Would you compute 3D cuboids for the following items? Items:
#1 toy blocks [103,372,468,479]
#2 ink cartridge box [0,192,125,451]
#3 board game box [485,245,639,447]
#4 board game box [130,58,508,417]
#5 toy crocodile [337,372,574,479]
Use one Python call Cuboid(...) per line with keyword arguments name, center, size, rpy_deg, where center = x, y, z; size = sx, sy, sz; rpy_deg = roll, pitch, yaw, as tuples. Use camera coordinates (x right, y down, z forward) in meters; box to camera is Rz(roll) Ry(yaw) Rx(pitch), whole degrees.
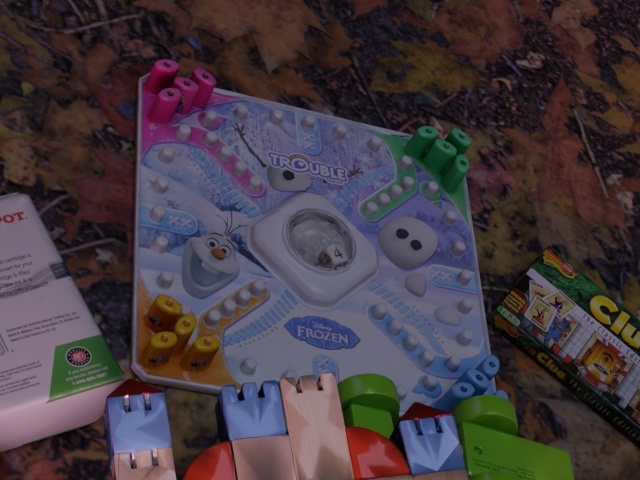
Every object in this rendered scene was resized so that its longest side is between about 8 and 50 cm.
Cuboid(name="toy blocks", center=(-0.023, 0.232, 1.298), size=(0.381, 0.191, 0.261), rpy_deg=(-4, 64, -13))
Cuboid(name="ink cartridge box", center=(-0.291, 0.074, 1.389), size=(0.153, 0.087, 0.208), rpy_deg=(-14, 63, -35))
Cuboid(name="board game box", center=(0.314, 0.127, 1.710), size=(0.259, 0.030, 0.136), rpy_deg=(39, 44, 6))
Cuboid(name="board game box", center=(0.000, 0.000, 1.630), size=(0.389, 0.050, 0.390), rpy_deg=(12, 50, -19))
Cuboid(name="toy crocodile", center=(0.097, 0.209, 1.489), size=(0.340, 0.105, 0.115), rpy_deg=(13, 46, -25))
